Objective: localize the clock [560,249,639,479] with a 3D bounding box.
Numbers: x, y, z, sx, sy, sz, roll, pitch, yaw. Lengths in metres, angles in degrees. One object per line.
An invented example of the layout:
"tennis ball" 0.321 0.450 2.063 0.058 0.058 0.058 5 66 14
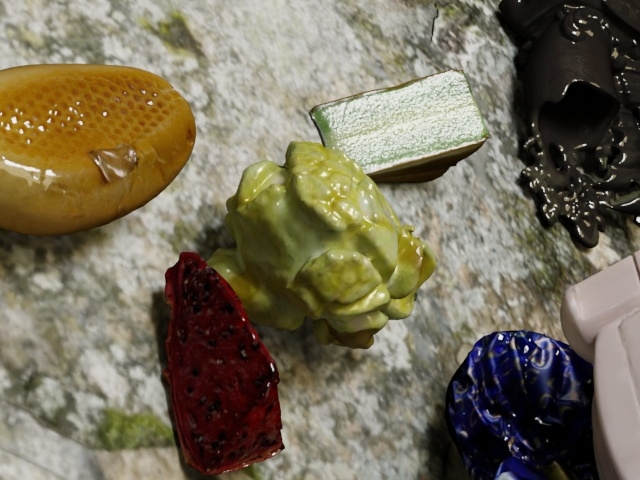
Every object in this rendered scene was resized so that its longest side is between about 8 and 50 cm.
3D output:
"clock" 0.295 0.187 0.898 0.326 0.184 0.342 58 22 -26

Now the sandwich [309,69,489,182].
"sandwich" 0.063 -0.092 1.148 0.116 0.074 0.074 -3 67 -47

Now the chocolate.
"chocolate" 0.140 0.173 0.920 0.126 0.148 0.343 13 18 1

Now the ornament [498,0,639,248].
"ornament" 0.279 -0.111 1.378 0.251 0.106 0.260 15 60 -37

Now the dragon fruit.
"dragon fruit" -0.059 0.074 0.922 0.063 0.097 0.131 8 40 -47

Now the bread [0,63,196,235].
"bread" -0.159 -0.055 0.894 0.189 0.077 0.114 -16 57 -49

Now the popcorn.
"popcorn" 0.000 0.000 0.976 0.162 0.141 0.136 0 60 -2
